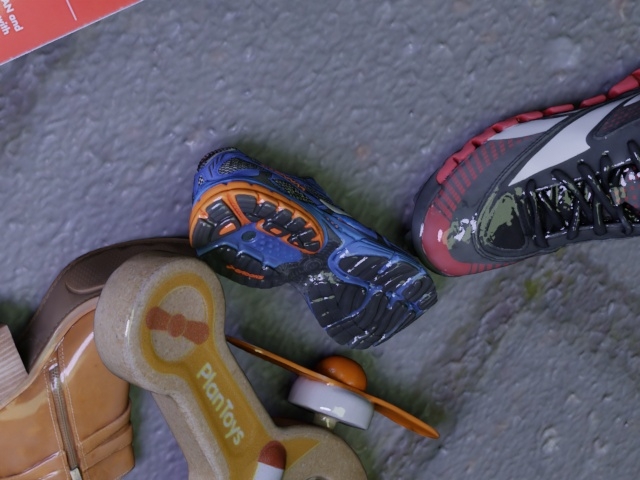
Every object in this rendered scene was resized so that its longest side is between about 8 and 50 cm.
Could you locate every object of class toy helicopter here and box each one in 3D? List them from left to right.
[{"bbox_3d":[-0.040,0.134,0.819,0.235,0.140,0.355,-48,135,-29],"label":"toy helicopter"}]

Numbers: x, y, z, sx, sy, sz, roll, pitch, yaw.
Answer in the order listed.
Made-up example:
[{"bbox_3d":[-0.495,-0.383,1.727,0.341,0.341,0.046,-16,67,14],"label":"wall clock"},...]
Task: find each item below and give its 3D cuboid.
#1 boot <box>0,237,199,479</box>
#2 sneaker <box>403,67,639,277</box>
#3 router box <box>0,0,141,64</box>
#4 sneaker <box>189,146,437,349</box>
[{"bbox_3d":[-0.145,0.092,0.829,0.197,0.073,0.152,-23,118,-12],"label":"boot"},{"bbox_3d":[0.194,-0.045,0.862,0.276,0.135,0.097,-24,113,-10],"label":"sneaker"},{"bbox_3d":[-0.142,-0.162,0.608,0.301,0.335,0.082,-27,112,-11],"label":"router box"},{"bbox_3d":[0.000,0.000,0.839,0.083,0.087,0.221,-39,133,19],"label":"sneaker"}]
